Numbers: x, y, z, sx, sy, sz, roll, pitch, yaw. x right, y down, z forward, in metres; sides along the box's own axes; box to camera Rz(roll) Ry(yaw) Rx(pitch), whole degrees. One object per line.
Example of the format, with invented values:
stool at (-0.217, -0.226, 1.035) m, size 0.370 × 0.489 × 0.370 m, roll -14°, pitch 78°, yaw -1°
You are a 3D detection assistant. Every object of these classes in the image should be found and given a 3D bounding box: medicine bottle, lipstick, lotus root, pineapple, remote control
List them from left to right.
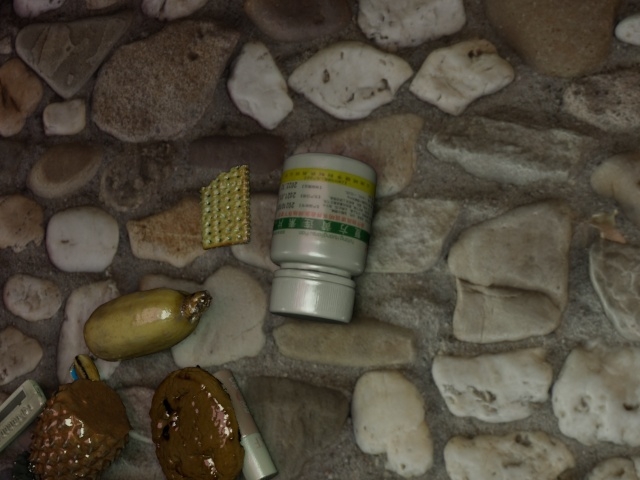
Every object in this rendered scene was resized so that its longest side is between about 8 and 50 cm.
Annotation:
remote control at (-0.795, 0.463, 1.881) m, size 0.230 × 0.049 × 0.090 m, roll -44°, pitch 64°, yaw 8°
pineapple at (-0.613, 0.509, 1.720) m, size 0.357 × 0.223 × 0.223 m, roll -50°, pitch 63°, yaw 17°
lotus root at (-0.398, 0.192, 1.711) m, size 0.343 × 0.169 × 0.151 m, roll -16°, pitch 77°, yaw 18°
lipstick at (-0.179, 0.412, 1.615) m, size 0.070 × 0.070 × 0.254 m, roll -35°, pitch 66°, yaw 12°
medicine bottle at (0.000, 0.000, 1.565) m, size 0.208 × 0.208 × 0.339 m, roll 3°, pitch 78°, yaw 24°

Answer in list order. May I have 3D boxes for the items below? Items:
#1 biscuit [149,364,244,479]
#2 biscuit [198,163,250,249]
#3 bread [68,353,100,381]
biscuit at (-0.285, 0.425, 1.612) m, size 0.296 × 0.075 × 0.295 m, roll 0°, pitch 91°, yaw 42°
biscuit at (-0.235, -0.080, 1.793) m, size 0.144 × 0.016 × 0.203 m, roll -10°, pitch 74°, yaw 21°
bread at (-0.583, 0.339, 1.821) m, size 0.106 × 0.053 × 0.072 m, roll 51°, pitch 123°, yaw 27°
